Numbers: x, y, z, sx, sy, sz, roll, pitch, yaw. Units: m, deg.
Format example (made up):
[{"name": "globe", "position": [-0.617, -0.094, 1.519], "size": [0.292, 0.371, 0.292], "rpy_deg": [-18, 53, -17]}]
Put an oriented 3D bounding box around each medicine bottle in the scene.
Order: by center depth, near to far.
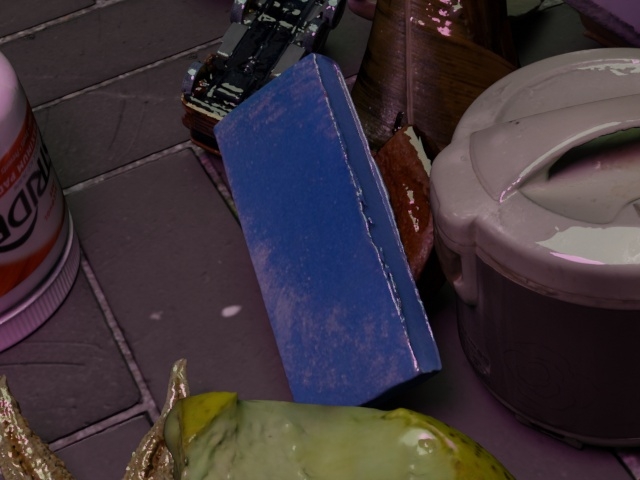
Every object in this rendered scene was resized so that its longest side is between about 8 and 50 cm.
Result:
[{"name": "medicine bottle", "position": [-0.386, -0.043, 1.158], "size": [0.253, 0.241, 0.252], "rpy_deg": [-5, 46, 5]}]

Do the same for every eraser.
[{"name": "eraser", "position": [0.000, 0.000, 1.054], "size": [0.144, 0.043, 0.311], "rpy_deg": [-33, 65, 34]}]

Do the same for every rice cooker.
[{"name": "rice cooker", "position": [0.239, -0.002, 0.981], "size": [0.288, 0.277, 0.288], "rpy_deg": [-6, 44, 6]}]

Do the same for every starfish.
[{"name": "starfish", "position": [-0.143, 0.251, 0.932], "size": [0.347, 0.078, 0.358], "rpy_deg": [17, 47, 10]}]

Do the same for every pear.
[{"name": "pear", "position": [0.027, 0.235, 0.819], "size": [0.282, 0.176, 0.286], "rpy_deg": [5, 52, -11]}]

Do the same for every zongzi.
[{"name": "zongzi", "position": [0.172, -0.162, 1.170], "size": [0.288, 0.286, 0.134], "rpy_deg": [31, 34, 28]}]

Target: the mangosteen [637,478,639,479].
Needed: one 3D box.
[{"name": "mangosteen", "position": [0.301, 0.190, 0.839], "size": [0.200, 0.200, 0.200], "rpy_deg": [-5, 45, 5]}]

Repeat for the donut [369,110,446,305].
[{"name": "donut", "position": [0.054, 0.010, 1.091], "size": [0.217, 0.085, 0.141], "rpy_deg": [-42, 61, 27]}]

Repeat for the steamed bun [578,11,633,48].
[{"name": "steamed bun", "position": [0.430, -0.283, 1.303], "size": [0.273, 0.166, 0.232], "rpy_deg": [-47, 36, -10]}]

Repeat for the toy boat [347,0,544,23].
[{"name": "toy boat", "position": [0.138, -0.311, 1.404], "size": [0.276, 0.111, 0.293], "rpy_deg": [7, 40, -15]}]

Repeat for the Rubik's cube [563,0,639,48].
[{"name": "Rubik's cube", "position": [0.308, -0.330, 1.069], "size": [0.255, 0.260, 0.259], "rpy_deg": [22, 31, -32]}]

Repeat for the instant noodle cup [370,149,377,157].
[{"name": "instant noodle cup", "position": [-0.009, -0.061, 1.205], "size": [0.127, 0.127, 0.136], "rpy_deg": [-29, 40, -18]}]

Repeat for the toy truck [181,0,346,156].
[{"name": "toy truck", "position": [-0.057, -0.196, 1.337], "size": [0.108, 0.140, 0.256], "rpy_deg": [23, 60, 10]}]
